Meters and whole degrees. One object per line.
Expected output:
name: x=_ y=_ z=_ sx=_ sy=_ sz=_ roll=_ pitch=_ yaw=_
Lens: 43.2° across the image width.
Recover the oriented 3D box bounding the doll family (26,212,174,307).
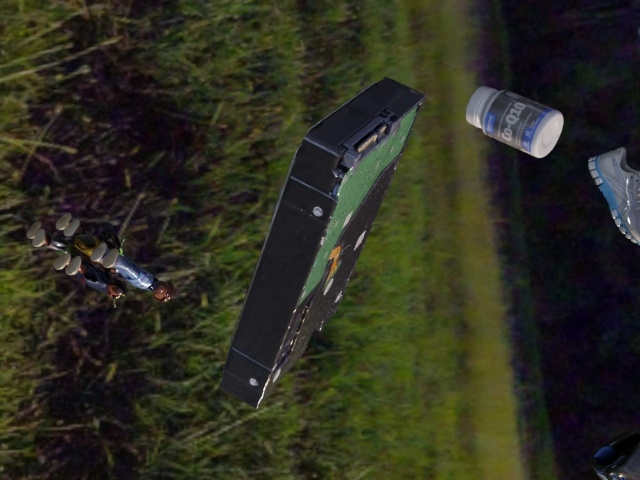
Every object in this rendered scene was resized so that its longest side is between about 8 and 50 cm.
doll family: x=-0.249 y=0.028 z=0.935 sx=0.076 sy=0.193 sz=0.111 roll=-48 pitch=138 yaw=-7

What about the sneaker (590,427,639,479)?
sneaker: x=0.371 y=0.328 z=1.021 sx=0.216 sy=0.121 sz=0.079 roll=-58 pitch=-162 yaw=3

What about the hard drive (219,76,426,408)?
hard drive: x=0.000 y=0.000 z=0.914 sx=0.237 sy=0.064 sz=0.339 roll=-46 pitch=162 yaw=-55

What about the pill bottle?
pill bottle: x=0.303 y=-0.190 z=1.273 sx=0.078 sy=0.137 sz=0.078 roll=-33 pitch=139 yaw=-34

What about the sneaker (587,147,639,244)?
sneaker: x=0.567 y=-0.083 z=1.477 sx=0.071 sy=0.083 sz=0.190 roll=-18 pitch=79 yaw=-55
